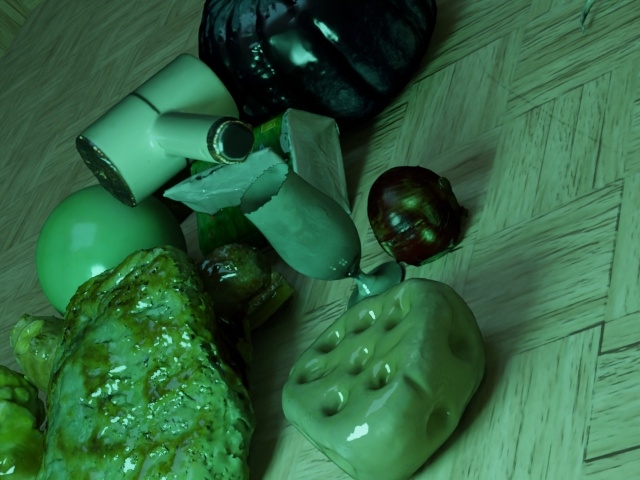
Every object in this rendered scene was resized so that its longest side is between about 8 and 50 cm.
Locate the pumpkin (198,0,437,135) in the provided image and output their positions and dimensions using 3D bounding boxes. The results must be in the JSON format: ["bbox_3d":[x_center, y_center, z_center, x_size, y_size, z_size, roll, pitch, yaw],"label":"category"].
[{"bbox_3d":[-0.008,-0.308,1.978,0.363,0.266,0.363,-31,32,23],"label":"pumpkin"}]

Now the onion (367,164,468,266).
[{"bbox_3d":[0.107,-0.035,1.595,0.118,0.118,0.117,-40,22,15],"label":"onion"}]

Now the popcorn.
[{"bbox_3d":[-0.486,0.308,1.934,0.237,0.206,0.251,-28,40,7],"label":"popcorn"}]

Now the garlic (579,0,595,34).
[{"bbox_3d":[0.390,-0.383,1.671,0.128,0.148,0.266,22,61,25],"label":"garlic"}]

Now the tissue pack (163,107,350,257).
[{"bbox_3d":[-0.090,-0.073,1.852,0.209,0.156,0.148,-23,70,40],"label":"tissue pack"}]

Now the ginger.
[{"bbox_3d":[-0.370,0.169,1.951,0.102,0.157,0.216,-53,35,-11],"label":"ginger"}]

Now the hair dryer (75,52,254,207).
[{"bbox_3d":[-0.169,-0.138,1.784,0.203,0.128,0.362,-41,23,-17],"label":"hair dryer"}]

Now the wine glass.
[{"bbox_3d":[0.000,0.000,1.595,0.093,0.202,0.093,-37,28,24],"label":"wine glass"}]

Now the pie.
[{"bbox_3d":[-0.230,0.218,1.668,0.395,0.180,0.418,-29,42,40],"label":"pie"}]

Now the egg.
[{"bbox_3d":[-0.308,0.024,2.019,0.220,0.220,0.269,-48,25,0],"label":"egg"}]

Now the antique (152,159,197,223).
[{"bbox_3d":[-0.227,-0.099,2.231,0.221,0.081,0.080,-43,26,10],"label":"antique"}]

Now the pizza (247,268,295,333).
[{"bbox_3d":[-0.090,0.076,1.808,0.175,0.046,0.134,-23,37,41],"label":"pizza"}]

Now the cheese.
[{"bbox_3d":[0.069,0.141,1.387,0.218,0.117,0.235,-40,25,13],"label":"cheese"}]
